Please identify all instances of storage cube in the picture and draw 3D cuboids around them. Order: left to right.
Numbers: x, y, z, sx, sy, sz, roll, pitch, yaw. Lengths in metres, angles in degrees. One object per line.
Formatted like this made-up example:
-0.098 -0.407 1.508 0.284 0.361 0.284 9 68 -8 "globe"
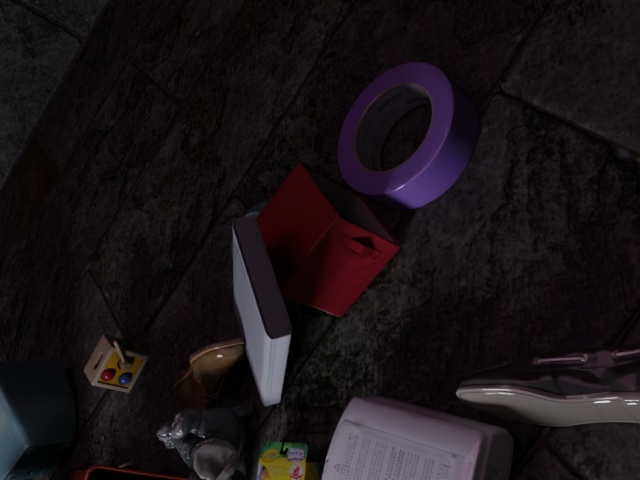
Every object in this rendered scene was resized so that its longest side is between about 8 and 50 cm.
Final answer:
0.000 0.000 1.342 0.193 0.184 0.215 -51 44 16 "storage cube"

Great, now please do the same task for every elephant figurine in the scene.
-0.215 0.454 1.350 0.186 0.169 0.239 -42 49 19 "elephant figurine"

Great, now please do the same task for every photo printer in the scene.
0.129 0.384 1.082 0.307 0.107 0.256 2 72 46 "photo printer"

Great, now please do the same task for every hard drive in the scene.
-0.115 0.145 1.297 0.353 0.047 0.233 102 151 -59 "hard drive"

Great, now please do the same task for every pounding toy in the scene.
-0.509 0.302 1.748 0.100 0.130 0.141 35 97 48 "pounding toy"

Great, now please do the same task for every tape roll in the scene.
0.163 -0.200 1.344 0.275 0.090 0.274 -22 56 37 "tape roll"

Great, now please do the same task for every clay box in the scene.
-0.065 0.485 1.269 0.127 0.053 0.222 -11 62 42 "clay box"

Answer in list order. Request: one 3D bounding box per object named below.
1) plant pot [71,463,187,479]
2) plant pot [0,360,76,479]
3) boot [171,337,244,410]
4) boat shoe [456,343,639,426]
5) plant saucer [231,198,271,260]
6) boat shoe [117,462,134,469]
-0.415 0.597 1.437 0.236 0.267 0.267 -11 63 56 "plant pot"
-0.814 0.503 1.887 0.247 0.248 0.252 -50 60 15 "plant pot"
-0.225 0.294 1.460 0.305 0.112 0.115 -50 51 49 "boot"
0.354 0.193 0.960 0.335 0.112 0.095 -7 49 37 "boat shoe"
-0.153 -0.012 1.610 0.195 0.037 0.195 -22 56 37 "plant saucer"
-0.493 0.579 1.658 0.133 0.049 0.042 -37 41 22 "boat shoe"
